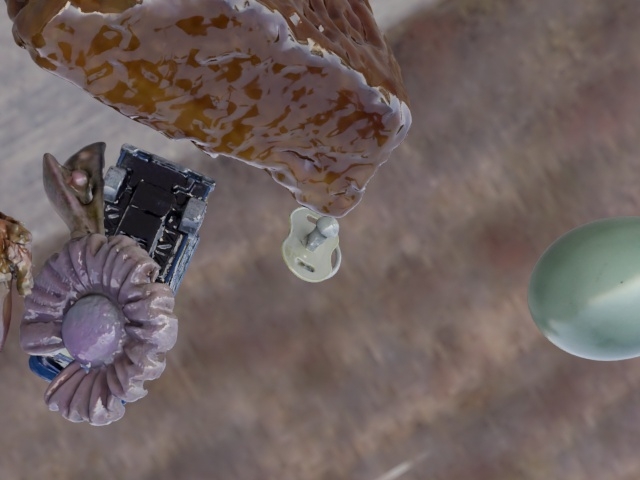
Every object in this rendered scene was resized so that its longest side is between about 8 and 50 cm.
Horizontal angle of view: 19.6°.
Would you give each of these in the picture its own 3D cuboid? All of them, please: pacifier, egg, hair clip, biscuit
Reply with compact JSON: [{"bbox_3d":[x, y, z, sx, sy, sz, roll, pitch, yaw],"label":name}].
[{"bbox_3d":[0.000,0.000,1.786,0.064,0.068,0.083,-41,-153,48],"label":"pacifier"},{"bbox_3d":[0.356,0.055,2.182,0.231,0.168,0.168,-10,172,-14],"label":"egg"},{"bbox_3d":[-0.220,0.023,1.737,0.069,0.300,0.173,23,130,-41],"label":"hair clip"},{"bbox_3d":[-0.108,-0.231,1.636,0.166,0.343,0.395,-40,137,24],"label":"biscuit"}]

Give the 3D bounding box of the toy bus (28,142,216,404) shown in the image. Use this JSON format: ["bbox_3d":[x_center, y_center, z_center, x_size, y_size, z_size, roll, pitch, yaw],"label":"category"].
[{"bbox_3d":[-0.250,0.043,2.332,0.175,0.138,0.288,115,-2,-59],"label":"toy bus"}]

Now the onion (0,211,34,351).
[{"bbox_3d":[-0.305,0.020,1.443,0.163,0.230,0.230,-28,177,-4],"label":"onion"}]
